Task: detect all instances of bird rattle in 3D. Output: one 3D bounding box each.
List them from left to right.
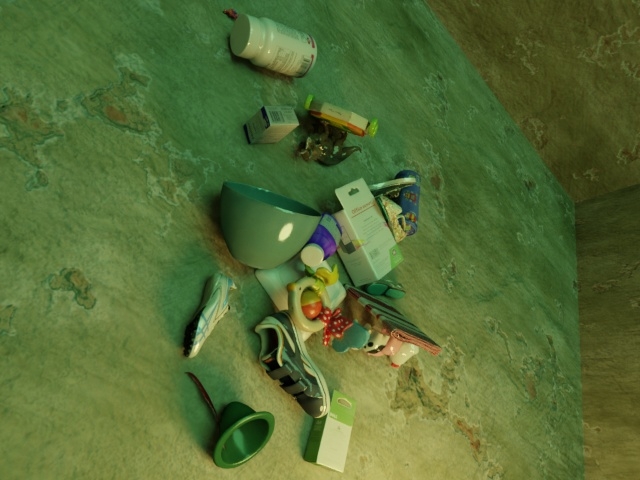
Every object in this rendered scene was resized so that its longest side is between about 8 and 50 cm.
[{"bbox_3d":[-0.021,0.197,1.247,0.207,0.143,0.253,-5,90,-48],"label":"bird rattle"}]

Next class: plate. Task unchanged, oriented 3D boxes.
[{"bbox_3d":[-0.043,0.141,1.357,0.277,0.045,0.277,-40,102,-43],"label":"plate"}]

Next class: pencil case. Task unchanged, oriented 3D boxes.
[{"bbox_3d":[0.360,-0.154,1.770,0.120,0.133,0.305,18,59,-8],"label":"pencil case"}]

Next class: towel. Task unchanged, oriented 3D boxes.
[{"bbox_3d":[0.232,0.262,1.403,0.237,0.329,0.037,29,95,-31],"label":"towel"}]

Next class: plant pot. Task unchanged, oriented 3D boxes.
[{"bbox_3d":[-0.163,-0.031,1.190,0.291,0.290,0.195,10,104,-39],"label":"plant pot"}]

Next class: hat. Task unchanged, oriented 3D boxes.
[{"bbox_3d":[-0.238,0.450,1.085,0.173,0.184,0.208,-13,124,-37],"label":"hat"}]

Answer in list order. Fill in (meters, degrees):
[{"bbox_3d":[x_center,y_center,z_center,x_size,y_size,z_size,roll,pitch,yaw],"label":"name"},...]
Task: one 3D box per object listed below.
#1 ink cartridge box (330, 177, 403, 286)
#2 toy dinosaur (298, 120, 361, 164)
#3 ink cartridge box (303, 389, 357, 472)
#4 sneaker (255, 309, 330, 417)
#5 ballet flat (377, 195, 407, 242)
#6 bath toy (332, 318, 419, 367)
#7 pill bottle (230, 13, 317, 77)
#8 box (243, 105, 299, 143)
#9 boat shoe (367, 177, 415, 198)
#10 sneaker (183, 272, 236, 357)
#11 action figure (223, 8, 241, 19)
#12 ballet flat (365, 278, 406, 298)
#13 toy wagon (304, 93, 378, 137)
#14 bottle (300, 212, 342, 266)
[{"bbox_3d":[0.145,-0.035,1.533,0.207,0.119,0.353,-29,95,-47],"label":"ink cartridge box"},{"bbox_3d":[0.024,-0.355,1.572,0.314,0.121,0.160,11,91,-48],"label":"toy dinosaur"},{"bbox_3d":[0.034,0.572,1.250,0.109,0.062,0.209,36,53,-26],"label":"ink cartridge box"},{"bbox_3d":[-0.092,0.364,1.178,0.128,0.126,0.320,-12,71,-49],"label":"sneaker"},{"bbox_3d":[0.281,-0.092,1.596,0.240,0.077,0.091,64,0,-42],"label":"ballet flat"},{"bbox_3d":[0.198,0.361,1.432,0.348,0.151,0.128,24,95,-39],"label":"bath toy"},{"bbox_3d":[-0.166,-0.695,1.481,0.283,0.160,0.160,-2,75,-42],"label":"pill bottle"},{"bbox_3d":[-0.166,-0.385,1.380,0.126,0.137,0.072,-16,84,-44],"label":"box"},{"bbox_3d":[0.289,-0.210,1.709,0.220,0.078,0.070,-13,91,-2],"label":"boat shoe"},{"bbox_3d":[-0.289,0.198,1.091,0.086,0.085,0.237,32,57,-23],"label":"sneaker"},{"bbox_3d":[-0.296,-0.809,1.501,0.115,0.030,0.038,13,60,-32],"label":"action figure"},{"bbox_3d":[0.241,0.177,1.590,0.213,0.072,0.068,18,35,-37],"label":"ballet flat"},{"bbox_3d":[0.088,-0.463,1.586,0.268,0.068,0.344,23,10,6],"label":"toy wagon"},{"bbox_3d":[0.000,0.000,1.327,0.118,0.092,0.283,54,20,-11],"label":"bottle"}]
